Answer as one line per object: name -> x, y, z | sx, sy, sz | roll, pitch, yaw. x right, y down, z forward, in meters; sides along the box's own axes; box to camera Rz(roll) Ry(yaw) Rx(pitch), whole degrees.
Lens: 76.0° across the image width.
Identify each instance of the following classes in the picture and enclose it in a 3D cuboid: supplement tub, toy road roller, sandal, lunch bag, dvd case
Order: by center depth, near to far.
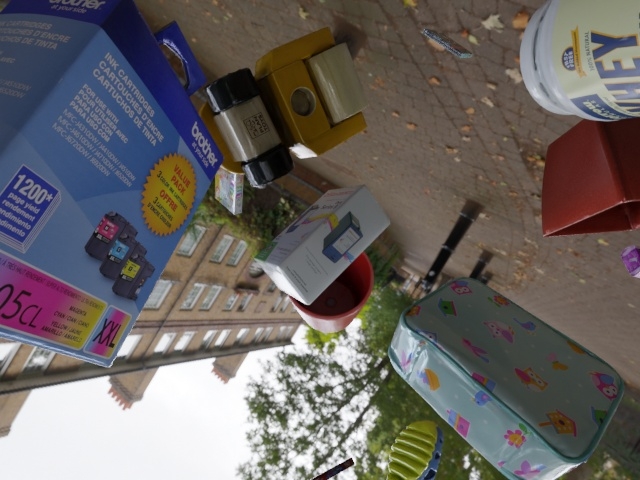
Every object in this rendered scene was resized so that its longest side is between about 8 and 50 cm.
supplement tub -> 0.455, -0.286, 0.537 | 0.235, 0.235, 0.325 | 31, -177, -14
lunch bag -> 0.258, 0.181, 0.584 | 0.224, 0.108, 0.279 | -20, -133, -39
toy road roller -> -0.092, -0.262, 0.839 | 0.240, 0.329, 0.202 | 16, 135, 61
dvd case -> 0.322, -0.499, 1.035 | 0.119, 0.013, 0.087 | 42, -141, 13
sandal -> 0.247, 0.635, 1.080 | 0.138, 0.317, 0.126 | 30, 170, -27

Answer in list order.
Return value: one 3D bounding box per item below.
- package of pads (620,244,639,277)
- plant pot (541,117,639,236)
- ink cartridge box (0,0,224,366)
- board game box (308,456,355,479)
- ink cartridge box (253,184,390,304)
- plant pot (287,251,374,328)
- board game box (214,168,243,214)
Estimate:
package of pads -> 0.536, 0.039, 0.660 | 0.083, 0.032, 0.050 | 11, -132, -7
plant pot -> 0.695, -0.163, 0.964 | 0.267, 0.236, 0.267 | -4, 166, -8
ink cartridge box -> -0.272, -0.086, 0.477 | 0.151, 0.395, 0.270 | 13, 157, 16
board game box -> -0.031, 0.786, 1.320 | 0.027, 0.281, 0.145 | 60, 151, 28
ink cartridge box -> 0.000, 0.000, 0.749 | 0.093, 0.212, 0.154 | 54, 163, -18
plant pot -> 0.028, 0.161, 1.298 | 0.275, 0.275, 0.243 | 32, 155, 20
board game box -> -0.255, -0.163, 1.142 | 0.026, 0.154, 0.103 | -23, -133, -38
